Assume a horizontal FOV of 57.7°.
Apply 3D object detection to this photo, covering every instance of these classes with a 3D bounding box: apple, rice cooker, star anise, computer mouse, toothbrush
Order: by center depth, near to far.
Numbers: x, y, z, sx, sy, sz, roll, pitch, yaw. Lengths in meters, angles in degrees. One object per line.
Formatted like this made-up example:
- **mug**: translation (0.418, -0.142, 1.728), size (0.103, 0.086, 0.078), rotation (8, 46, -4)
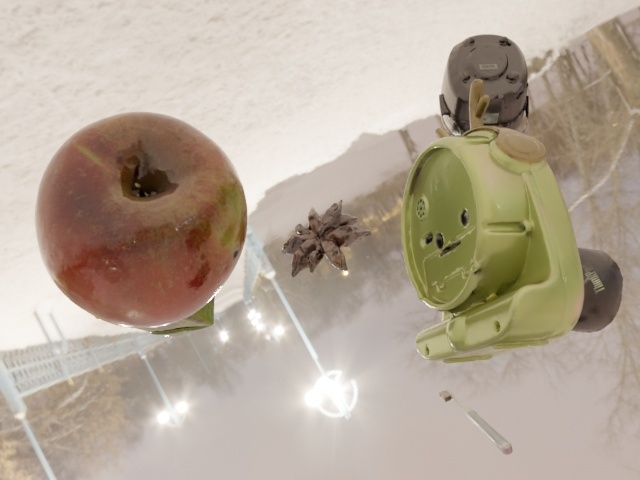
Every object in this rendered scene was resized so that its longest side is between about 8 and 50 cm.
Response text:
- **rice cooker**: translation (0.263, -0.241, 0.934), size (0.142, 0.203, 0.118), rotation (0, 147, 8)
- **apple**: translation (-0.293, -0.031, 0.968), size (0.348, 0.348, 0.277), rotation (-28, 164, -24)
- **computer mouse**: translation (0.445, 0.091, 1.155), size (0.269, 0.170, 0.100), rotation (2, 172, 37)
- **star anise**: translation (0.000, 0.000, 1.182), size (0.182, 0.195, 0.065), rotation (-40, 140, -1)
- **toothbrush**: translation (0.371, 0.432, 1.415), size (0.030, 0.025, 0.342), rotation (-19, -170, -10)

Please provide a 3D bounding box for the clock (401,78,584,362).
- **clock**: translation (0.171, -0.022, 0.671), size (0.096, 0.308, 0.235), rotation (0, 161, -15)

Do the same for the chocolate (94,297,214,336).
- **chocolate**: translation (-0.351, 0.049, 1.300), size (0.137, 0.300, 0.289), rotation (-10, 160, 18)
